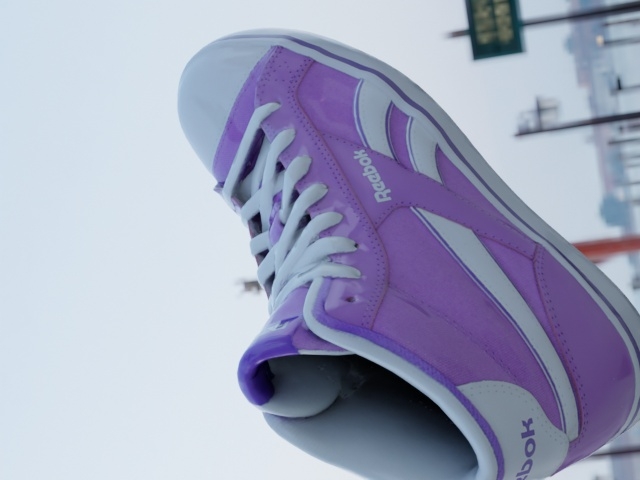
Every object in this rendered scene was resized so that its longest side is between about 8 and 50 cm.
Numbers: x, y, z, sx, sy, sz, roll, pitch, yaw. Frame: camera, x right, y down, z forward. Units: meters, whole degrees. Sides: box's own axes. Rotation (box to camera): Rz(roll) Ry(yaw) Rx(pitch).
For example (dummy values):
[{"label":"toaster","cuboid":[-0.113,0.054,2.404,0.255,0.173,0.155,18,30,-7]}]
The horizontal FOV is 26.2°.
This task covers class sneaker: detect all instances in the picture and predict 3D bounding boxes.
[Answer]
[{"label":"sneaker","cuboid":[0.000,-0.001,0.595,0.161,0.282,0.102,-18,-43,-45]}]
